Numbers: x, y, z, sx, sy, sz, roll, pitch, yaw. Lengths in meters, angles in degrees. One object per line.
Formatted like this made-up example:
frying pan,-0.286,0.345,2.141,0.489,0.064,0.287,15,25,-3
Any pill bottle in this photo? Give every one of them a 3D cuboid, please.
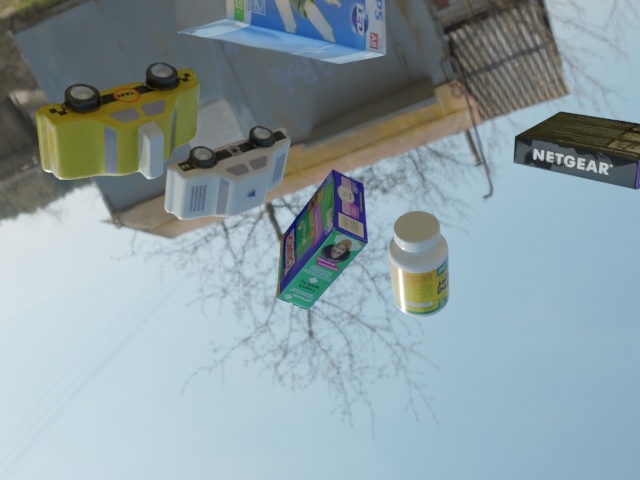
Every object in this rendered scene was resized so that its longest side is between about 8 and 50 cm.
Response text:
pill bottle,0.194,0.046,1.439,0.117,0.208,0.118,-6,-136,6

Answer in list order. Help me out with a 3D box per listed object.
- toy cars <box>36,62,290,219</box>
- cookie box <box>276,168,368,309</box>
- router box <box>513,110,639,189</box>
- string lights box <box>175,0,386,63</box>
toy cars,-0.153,-0.095,0.879,0.176,0.087,0.393,-49,153,10
cookie box,0.000,0.000,0.717,0.107,0.040,0.092,-52,-156,34
router box,0.378,-0.129,1.009,0.179,0.046,0.133,20,-144,41
string lights box,-0.035,-0.277,0.793,0.076,0.133,0.259,0,-176,41
